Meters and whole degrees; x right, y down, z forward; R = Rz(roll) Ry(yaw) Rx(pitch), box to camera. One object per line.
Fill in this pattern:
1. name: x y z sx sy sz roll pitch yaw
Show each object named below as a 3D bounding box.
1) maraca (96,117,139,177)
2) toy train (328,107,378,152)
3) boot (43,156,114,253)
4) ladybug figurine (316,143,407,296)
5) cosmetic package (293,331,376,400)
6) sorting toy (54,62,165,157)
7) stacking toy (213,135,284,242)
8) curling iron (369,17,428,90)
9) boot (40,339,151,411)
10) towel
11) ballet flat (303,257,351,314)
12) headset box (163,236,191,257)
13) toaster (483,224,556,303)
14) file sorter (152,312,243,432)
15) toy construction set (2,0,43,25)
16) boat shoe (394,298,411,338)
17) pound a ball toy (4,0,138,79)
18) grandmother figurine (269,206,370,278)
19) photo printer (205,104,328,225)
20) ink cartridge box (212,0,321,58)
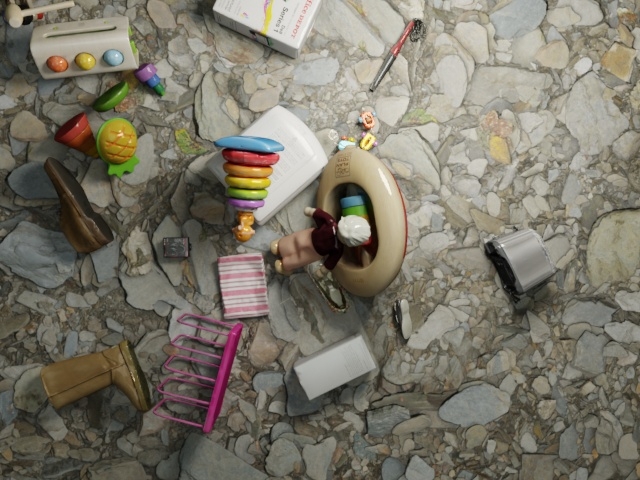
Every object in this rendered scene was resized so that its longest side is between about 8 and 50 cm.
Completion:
1. maraca: -0.595 -0.272 1.854 0.127 0.099 0.185 -29 134 -30
2. toy train: 0.109 -0.328 1.951 0.166 0.046 0.125 -28 91 -6
3. boot: -0.748 -0.100 1.866 0.115 0.112 0.305 -30 95 7
4. ladybug figurine: 0.135 -0.062 1.861 0.162 0.305 0.448 -9 94 -47
5. cosmetic package: 0.043 0.384 1.936 0.231 0.085 0.117 -24 92 -2
6. sorting toy: -0.613 -0.376 1.886 0.366 0.127 0.126 -40 122 -5
7. stacking toy: -0.206 -0.142 1.780 0.175 0.166 0.301 7 101 11
8. curling iron: 0.241 -0.578 1.960 0.068 0.035 0.274 38 88 -4
9. boot: -0.668 0.443 1.888 0.270 0.089 0.236 -21 82 -4
10. towel: -0.238 0.141 1.939 0.144 0.029 0.196 -6 91 -3
11. ballet flat: 0.020 0.122 1.933 0.091 0.077 0.241 -36 92 -2
12. headset box: -0.435 0.021 1.921 0.083 0.032 0.062 0 91 -3
13. toaster: 0.624 0.068 1.951 0.147 0.129 0.226 -27 91 -6
14. file sorter: -0.360 0.376 1.850 0.182 0.202 0.290 15 90 -1
15. toy construction set: -0.852 -0.803 1.806 0.309 0.257 0.237 -35 80 -23
16. boat shoe: 0.255 0.246 1.971 0.046 0.038 0.125 -16 100 -45
17. pound a ball toy: -0.703 -0.567 1.790 0.320 0.208 0.135 -8 54 -5
18. grandmother figurine: 0.000 0.000 1.821 0.343 0.104 0.207 -17 95 41
19. photo printer: -0.151 -0.235 1.900 0.307 0.107 0.256 -42 93 -3
20. ink cartridge box: -0.152 -0.704 1.889 0.278 0.117 0.201 24 89 -5
